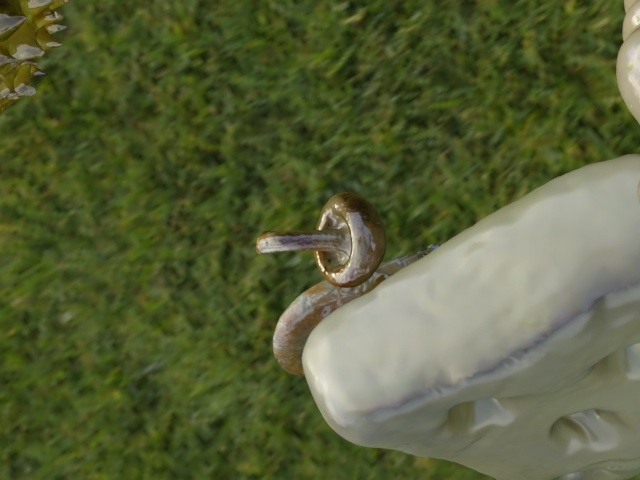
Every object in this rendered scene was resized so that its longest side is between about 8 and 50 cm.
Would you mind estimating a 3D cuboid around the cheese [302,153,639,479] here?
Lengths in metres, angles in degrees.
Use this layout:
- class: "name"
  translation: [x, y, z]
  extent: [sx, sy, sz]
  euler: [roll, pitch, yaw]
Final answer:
- class: "cheese"
  translation: [0.209, 0.068, 1.263]
  extent: [0.328, 0.351, 0.129]
  euler: [-33, 57, 29]

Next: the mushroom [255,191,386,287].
- class: "mushroom"
  translation: [0.006, -0.001, 1.627]
  extent: [0.129, 0.073, 0.088]
  euler: [1, 95, 22]

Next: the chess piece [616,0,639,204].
- class: "chess piece"
  translation: [0.242, -0.134, 1.077]
  extent: [0.124, 0.307, 0.139]
  euler: [-10, 142, 38]

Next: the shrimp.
- class: "shrimp"
  translation: [0.055, 0.078, 1.753]
  extent: [0.046, 0.219, 0.152]
  euler: [56, 162, 39]

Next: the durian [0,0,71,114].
- class: "durian"
  translation: [-0.199, -0.110, 0.770]
  extent: [0.132, 0.182, 0.165]
  euler: [-143, 61, -61]
